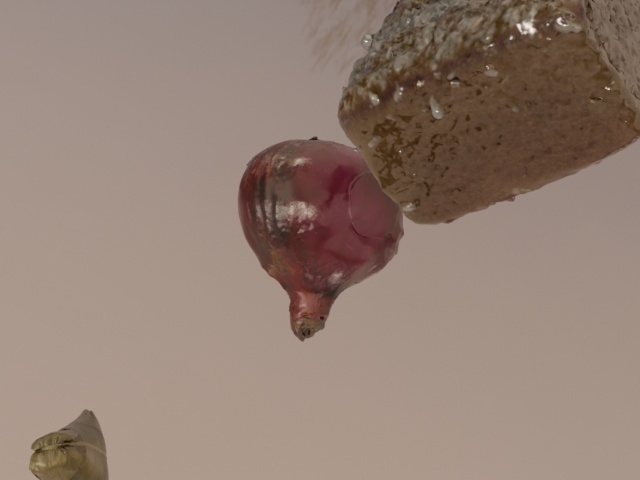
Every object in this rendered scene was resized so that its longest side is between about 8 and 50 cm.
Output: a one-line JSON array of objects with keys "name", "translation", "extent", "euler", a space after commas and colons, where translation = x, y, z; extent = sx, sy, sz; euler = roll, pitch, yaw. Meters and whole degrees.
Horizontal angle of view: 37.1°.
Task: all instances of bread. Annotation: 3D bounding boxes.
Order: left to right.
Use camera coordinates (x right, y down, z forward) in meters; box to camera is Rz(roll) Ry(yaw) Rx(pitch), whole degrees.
[{"name": "bread", "translation": [0.152, -0.191, 0.634], "extent": [0.113, 0.165, 0.416], "euler": [49, -137, -22]}]

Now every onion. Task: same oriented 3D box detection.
[{"name": "onion", "translation": [0.011, -0.004, 0.924], "extent": [0.173, 0.135, 0.198], "euler": [12, -112, -43]}]

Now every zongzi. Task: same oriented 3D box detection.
[{"name": "zongzi", "translation": [-0.328, 0.258, 1.256], "extent": [0.079, 0.160, 0.176], "euler": [-9, -131, -1]}]
